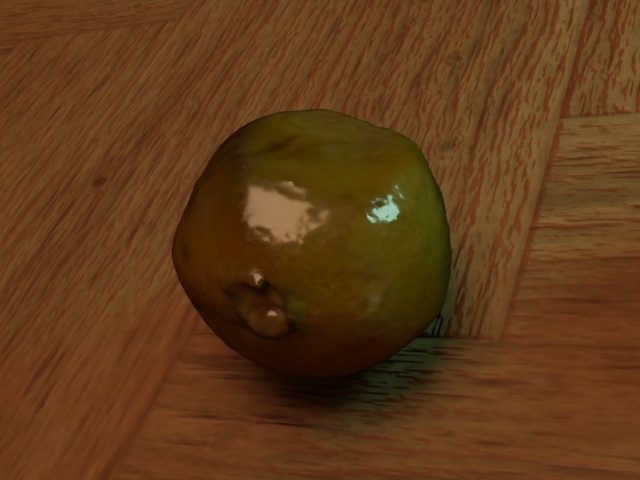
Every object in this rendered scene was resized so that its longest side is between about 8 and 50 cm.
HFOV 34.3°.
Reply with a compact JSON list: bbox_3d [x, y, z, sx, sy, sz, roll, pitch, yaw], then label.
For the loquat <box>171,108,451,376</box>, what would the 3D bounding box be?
[{"bbox_3d":[0.000,0.000,0.718,0.187,0.176,0.234,28,28,-2],"label":"loquat"}]
